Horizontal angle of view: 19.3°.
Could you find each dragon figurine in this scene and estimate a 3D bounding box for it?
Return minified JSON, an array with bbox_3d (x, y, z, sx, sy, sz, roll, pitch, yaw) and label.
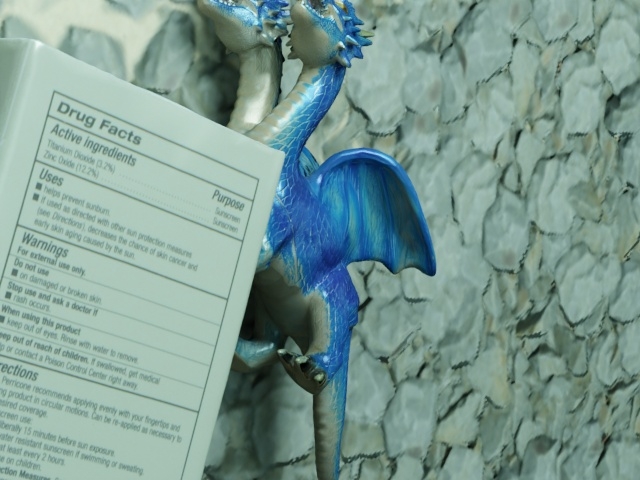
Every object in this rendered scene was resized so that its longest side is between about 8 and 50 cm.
[{"bbox_3d":[0.000,0.000,0.966,0.144,0.085,0.289,-45,123,-32],"label":"dragon figurine"}]

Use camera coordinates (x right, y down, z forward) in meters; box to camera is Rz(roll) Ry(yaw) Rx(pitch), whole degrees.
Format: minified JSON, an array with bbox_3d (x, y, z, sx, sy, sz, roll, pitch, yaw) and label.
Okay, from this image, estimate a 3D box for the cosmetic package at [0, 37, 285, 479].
[{"bbox_3d":[-0.139,0.082,0.813,0.160,0.113,0.310,24,77,-45],"label":"cosmetic package"}]
